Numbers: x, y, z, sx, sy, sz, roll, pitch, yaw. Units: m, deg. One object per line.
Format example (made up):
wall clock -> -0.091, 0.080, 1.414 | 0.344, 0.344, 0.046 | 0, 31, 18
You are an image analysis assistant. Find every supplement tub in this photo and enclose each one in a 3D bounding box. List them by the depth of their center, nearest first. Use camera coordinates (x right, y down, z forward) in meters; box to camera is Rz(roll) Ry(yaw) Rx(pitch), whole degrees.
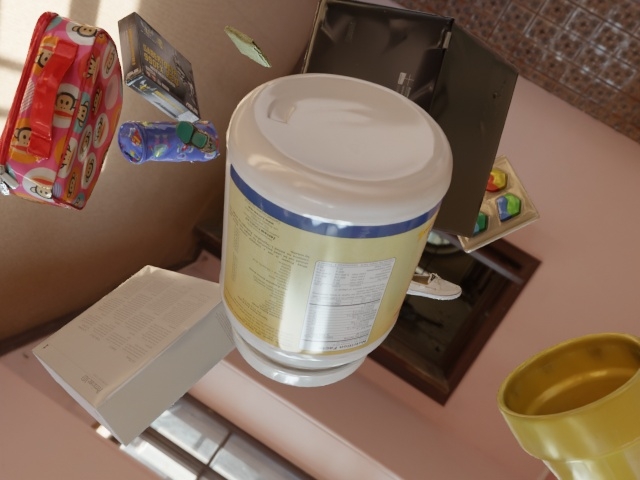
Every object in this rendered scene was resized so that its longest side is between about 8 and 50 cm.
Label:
supplement tub -> 0.000, 0.000, 0.630 | 0.228, 0.228, 0.316 | -53, 162, -45

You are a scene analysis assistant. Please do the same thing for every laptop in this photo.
laptop -> 0.168, -0.237, 1.124 | 0.236, 0.407, 0.382 | -5, 110, -78

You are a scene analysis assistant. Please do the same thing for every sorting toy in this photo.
sorting toy -> 0.406, -0.096, 1.349 | 0.192, 0.208, 0.038 | -28, 147, 18

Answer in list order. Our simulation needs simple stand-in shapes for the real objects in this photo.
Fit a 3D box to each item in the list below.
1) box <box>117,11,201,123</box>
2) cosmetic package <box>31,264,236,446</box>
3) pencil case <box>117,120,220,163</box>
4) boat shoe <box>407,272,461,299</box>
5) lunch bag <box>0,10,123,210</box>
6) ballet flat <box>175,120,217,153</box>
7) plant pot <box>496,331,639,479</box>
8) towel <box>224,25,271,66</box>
box -> -0.389, -0.410, 1.336 | 0.056, 0.183, 0.231 | -19, 159, 16
cosmetic package -> -0.335, 0.182, 1.008 | 0.284, 0.098, 0.377 | -39, -153, -31
pencil case -> -0.438, -0.287, 1.605 | 0.306, 0.119, 0.133 | -15, 134, -52
boat shoe -> 0.186, 0.072, 0.912 | 0.035, 0.100, 0.035 | -70, 165, -55
lunch bag -> -0.412, -0.198, 0.878 | 0.258, 0.120, 0.294 | 171, -67, -78
ballet flat -> -0.217, -0.180, 0.968 | 0.041, 0.114, 0.041 | -22, 129, -31
plant pot -> 0.456, 0.315, 0.889 | 0.253, 0.239, 0.254 | -28, -178, 1
towel -> -0.208, -0.552, 1.560 | 0.027, 0.148, 0.110 | -49, 148, 0
